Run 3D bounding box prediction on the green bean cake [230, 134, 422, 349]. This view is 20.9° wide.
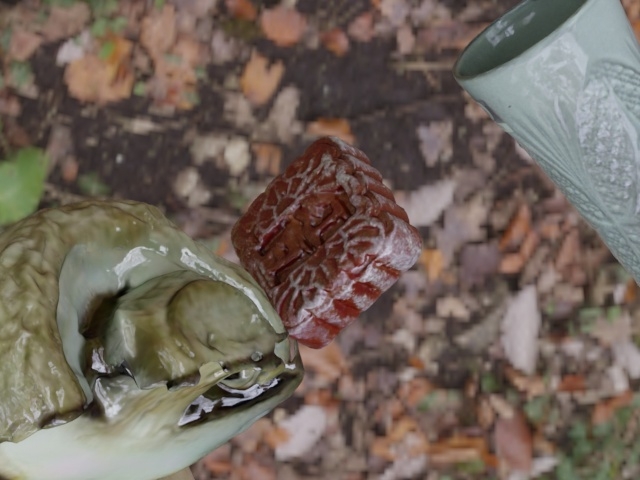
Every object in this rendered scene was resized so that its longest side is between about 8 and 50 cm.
[{"bbox_3d":[0.000,0.000,1.383,0.135,0.136,0.056,-43,142,14],"label":"green bean cake"}]

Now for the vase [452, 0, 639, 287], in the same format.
[{"bbox_3d":[0.172,-0.031,0.938,0.096,0.096,0.219,-29,108,28],"label":"vase"}]

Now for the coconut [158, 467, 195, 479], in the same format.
[{"bbox_3d":[-0.251,0.321,1.779,0.323,0.323,0.323,2,135,2],"label":"coconut"}]

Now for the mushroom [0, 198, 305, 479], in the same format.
[{"bbox_3d":[-0.153,0.070,1.195,0.267,0.164,0.189,-11,156,-41],"label":"mushroom"}]
